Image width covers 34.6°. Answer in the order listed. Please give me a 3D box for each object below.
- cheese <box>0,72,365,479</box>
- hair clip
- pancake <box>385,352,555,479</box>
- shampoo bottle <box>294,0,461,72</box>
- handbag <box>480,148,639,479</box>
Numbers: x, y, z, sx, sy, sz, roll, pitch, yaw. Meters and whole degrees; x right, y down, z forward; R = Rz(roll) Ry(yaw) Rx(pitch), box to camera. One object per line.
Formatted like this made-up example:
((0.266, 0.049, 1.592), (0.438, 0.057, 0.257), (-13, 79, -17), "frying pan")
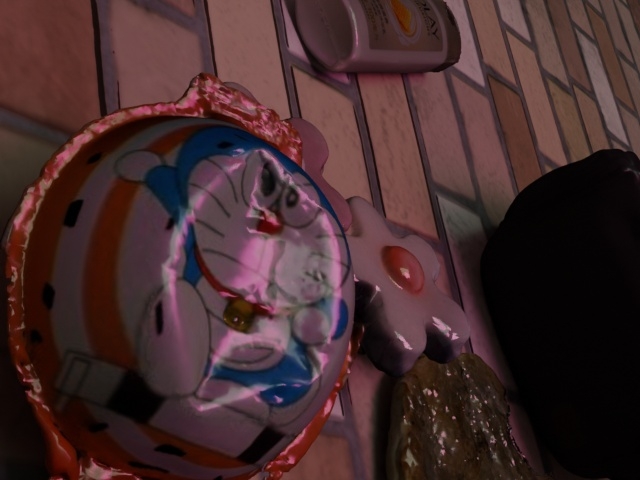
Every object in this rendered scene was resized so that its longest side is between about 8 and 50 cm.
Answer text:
((-0.071, 0.073, 0.499), (0.217, 0.129, 0.329), (31, 62, -34), "cheese")
((0.005, -0.004, 0.727), (0.257, 0.075, 0.146), (49, 39, -15), "hair clip")
((0.124, 0.198, 0.788), (0.253, 0.037, 0.254), (35, 41, -38), "pancake")
((0.060, -0.197, 0.954), (0.227, 0.056, 0.086), (-14, 81, -59), "shampoo bottle")
((0.253, 0.083, 0.931), (0.275, 0.177, 0.302), (12, 59, -71), "handbag")
